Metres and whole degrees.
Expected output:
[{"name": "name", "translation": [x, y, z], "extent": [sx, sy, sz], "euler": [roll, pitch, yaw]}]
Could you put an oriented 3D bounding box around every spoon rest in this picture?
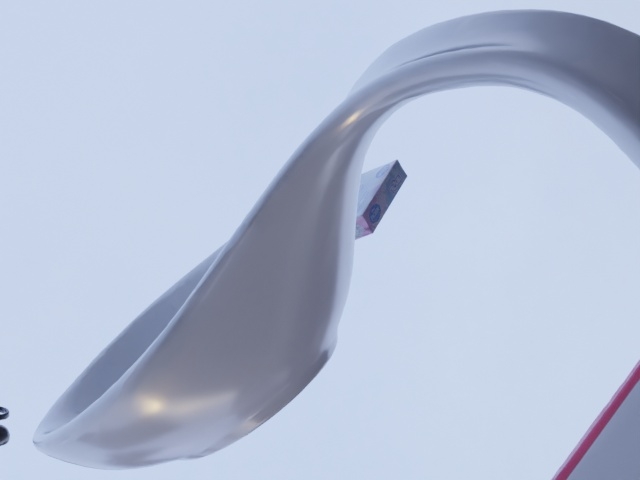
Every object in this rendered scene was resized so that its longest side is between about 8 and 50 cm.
[{"name": "spoon rest", "translation": [0.000, 0.000, 0.560], "extent": [0.084, 0.276, 0.137], "euler": [54, -144, -11]}]

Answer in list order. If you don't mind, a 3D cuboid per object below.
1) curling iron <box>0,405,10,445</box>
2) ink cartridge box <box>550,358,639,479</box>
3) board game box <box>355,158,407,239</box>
[{"name": "curling iron", "translation": [-0.285, 0.122, 0.976], "extent": [0.274, 0.068, 0.035], "euler": [-2, -91, -60]}, {"name": "ink cartridge box", "translation": [0.166, 0.202, 0.797], "extent": [0.207, 0.117, 0.283], "euler": [-51, -30, -17]}, {"name": "board game box", "translation": [0.016, -0.022, 1.312], "extent": [0.020, 0.090, 0.090], "euler": [57, -145, -17]}]
